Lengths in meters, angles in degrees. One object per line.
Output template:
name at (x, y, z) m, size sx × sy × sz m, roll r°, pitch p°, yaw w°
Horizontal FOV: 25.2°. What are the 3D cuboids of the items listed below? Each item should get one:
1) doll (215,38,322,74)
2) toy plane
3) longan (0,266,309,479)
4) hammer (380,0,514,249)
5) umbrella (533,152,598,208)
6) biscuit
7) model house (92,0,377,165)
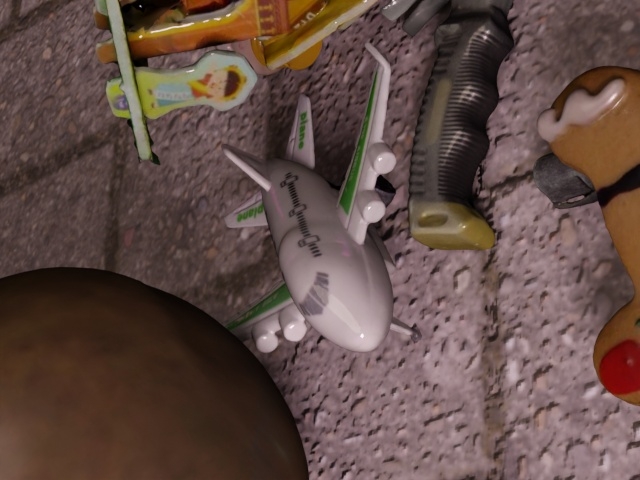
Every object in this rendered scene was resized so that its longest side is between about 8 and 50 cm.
doll at (-0.049, -0.177, 1.167) m, size 0.084 × 0.073 × 0.127 m, roll -41°, pitch 39°, yaw -25°
toy plane at (0.004, 0.001, 0.970) m, size 0.251 × 0.101 × 0.255 m, roll -58°, pitch 32°, yaw 17°
longan at (-0.155, 0.177, 0.917) m, size 0.319 × 0.319 × 0.319 m, roll -23°, pitch 55°, yaw 37°
hammer at (0.099, -0.103, 0.988) m, size 0.158 × 0.041 × 0.227 m, roll -6°, pitch 66°, yaw 44°
umbrella at (0.227, -0.067, 0.828) m, size 0.235 × 0.059 × 0.066 m, roll -19°, pitch 40°, yaw 41°
biscuit at (0.221, 0.022, 0.749) m, size 0.197 × 0.049 × 0.302 m, roll -28°, pitch 66°, yaw 41°
model house at (-0.022, -0.291, 0.988) m, size 0.323 × 0.340 × 0.300 m, roll -11°, pitch 47°, yaw -7°
